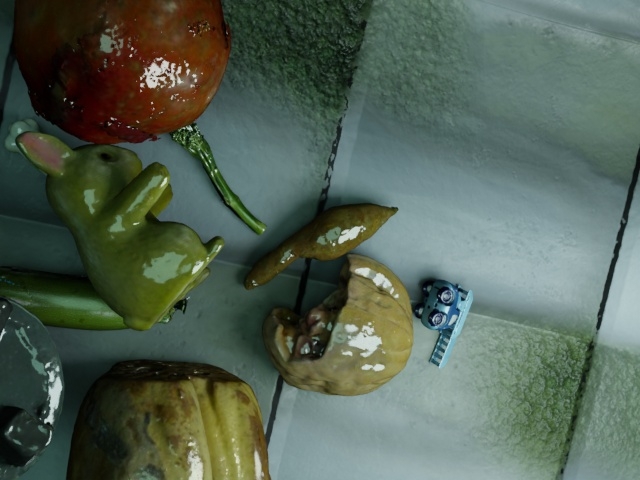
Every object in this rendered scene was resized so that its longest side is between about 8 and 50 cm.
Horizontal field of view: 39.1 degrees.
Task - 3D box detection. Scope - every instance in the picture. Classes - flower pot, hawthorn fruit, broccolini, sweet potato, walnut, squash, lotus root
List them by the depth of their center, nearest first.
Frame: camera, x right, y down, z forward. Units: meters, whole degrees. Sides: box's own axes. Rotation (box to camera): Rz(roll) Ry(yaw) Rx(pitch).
[{"bbox_3d":[-0.488,0.214,1.180,0.299,0.283,0.299,9,74,-33],"label":"flower pot"},{"bbox_3d":[-0.269,-0.282,1.211,0.316,0.316,0.316,-1,95,-8],"label":"hawthorn fruit"},{"bbox_3d":[-0.212,0.292,1.276,0.316,0.316,0.250,-3,83,-8],"label":"lotus root"},{"bbox_3d":[-0.361,0.089,1.331,0.331,0.087,0.087,7,94,-11],"label":"squash"},{"bbox_3d":[-0.160,-0.104,1.363,0.054,0.051,0.239,-28,104,33],"label":"broccolini"},{"bbox_3d":[0.044,0.151,1.370,0.238,0.141,0.204,-37,104,-1],"label":"walnut"},{"bbox_3d":[-0.003,0.000,1.382,0.269,0.075,0.075,-27,98,-2],"label":"sweet potato"}]

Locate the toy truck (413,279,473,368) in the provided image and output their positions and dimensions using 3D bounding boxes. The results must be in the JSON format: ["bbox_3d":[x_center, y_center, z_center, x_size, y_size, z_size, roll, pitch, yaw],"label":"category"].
[{"bbox_3d":[0.187,0.131,1.431,0.074,0.063,0.136,20,95,-29],"label":"toy truck"}]

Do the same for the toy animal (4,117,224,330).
[{"bbox_3d":[-0.289,-0.059,1.267,0.180,0.181,0.363,-32,89,-16],"label":"toy animal"}]
